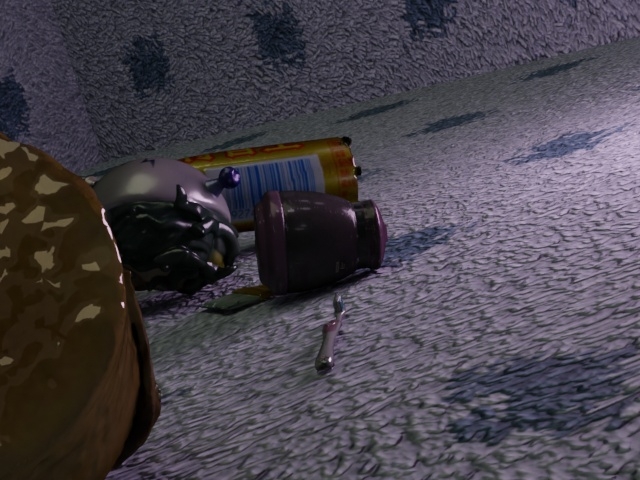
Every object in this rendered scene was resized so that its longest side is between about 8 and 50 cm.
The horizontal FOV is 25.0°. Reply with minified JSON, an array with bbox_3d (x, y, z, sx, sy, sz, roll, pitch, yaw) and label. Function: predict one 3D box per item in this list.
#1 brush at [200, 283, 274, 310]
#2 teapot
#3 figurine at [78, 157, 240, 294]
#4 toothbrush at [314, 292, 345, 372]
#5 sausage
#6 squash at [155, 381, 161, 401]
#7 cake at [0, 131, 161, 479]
[{"bbox_3d":[-0.029,0.043,1.668,0.218,0.010,0.082,-20,9,-24],"label":"brush"},{"bbox_3d":[0.001,0.007,1.601,0.146,0.116,0.148,-5,-33,-5],"label":"teapot"},{"bbox_3d":[-0.269,-0.001,1.803,0.382,0.186,0.261,-6,-1,29],"label":"figurine"},{"bbox_3d":[0.011,0.086,1.327,0.017,0.022,0.204,-18,12,9],"label":"toothbrush"},{"bbox_3d":[-0.111,-0.067,1.964,0.317,0.117,0.125,-7,-24,-12],"label":"sausage"},{"bbox_3d":[-0.300,0.164,1.269,0.318,0.071,0.080,-18,54,-18],"label":"squash"},{"bbox_3d":[-0.289,0.112,1.067,0.332,0.332,0.321,-19,-28,-13],"label":"cake"}]
